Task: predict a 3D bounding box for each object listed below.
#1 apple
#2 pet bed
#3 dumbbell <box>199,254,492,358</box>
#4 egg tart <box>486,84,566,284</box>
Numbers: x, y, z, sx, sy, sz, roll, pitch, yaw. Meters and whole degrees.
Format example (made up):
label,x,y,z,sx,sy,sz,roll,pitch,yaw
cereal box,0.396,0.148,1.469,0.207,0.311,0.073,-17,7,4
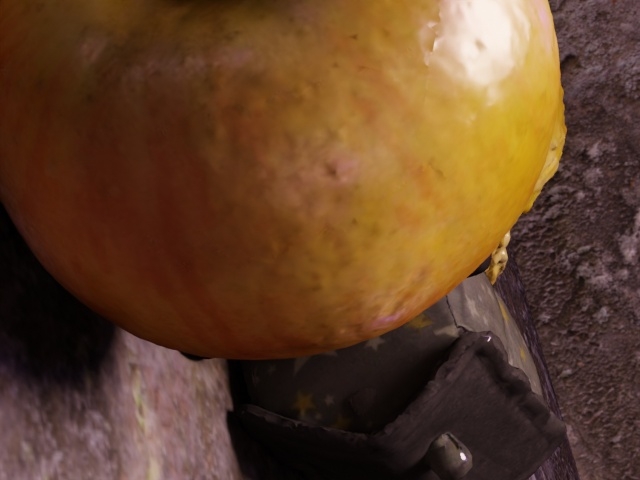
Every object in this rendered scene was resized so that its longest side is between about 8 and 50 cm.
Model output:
label,x,y,z,sx,sy,sz,roll,pitch,yaw
apple,-0.026,-0.078,0.606,0.233,0.286,0.286,64,15,-57
pet bed,0.058,0.109,0.861,0.211,0.183,0.159,51,23,-52
dumbbell,0.000,0.000,0.760,0.100,0.191,0.100,-18,90,-75
egg tart,0.061,-0.119,0.969,0.339,0.153,0.351,45,-15,25
